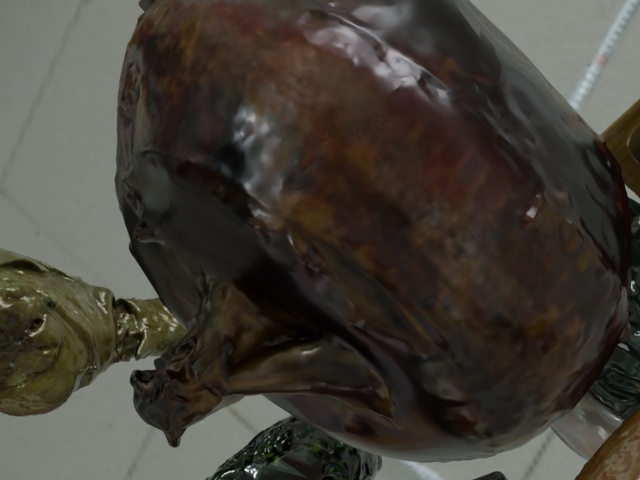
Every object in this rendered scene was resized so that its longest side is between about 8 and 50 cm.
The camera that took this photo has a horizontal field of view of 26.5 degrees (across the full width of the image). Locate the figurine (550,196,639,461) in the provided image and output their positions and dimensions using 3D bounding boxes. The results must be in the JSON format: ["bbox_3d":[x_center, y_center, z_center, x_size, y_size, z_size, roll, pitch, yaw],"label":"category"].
[{"bbox_3d":[0.292,0.135,0.987,0.186,0.261,0.382,-42,91,19],"label":"figurine"}]

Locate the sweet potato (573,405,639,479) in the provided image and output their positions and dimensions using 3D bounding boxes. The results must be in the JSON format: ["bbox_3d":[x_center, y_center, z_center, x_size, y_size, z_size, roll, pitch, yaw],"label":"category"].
[{"bbox_3d":[0.105,0.077,0.399,0.059,0.281,0.067,21,134,60],"label":"sweet potato"}]

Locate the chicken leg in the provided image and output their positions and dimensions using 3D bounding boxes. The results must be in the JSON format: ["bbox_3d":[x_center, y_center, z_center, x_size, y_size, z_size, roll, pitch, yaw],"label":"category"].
[{"bbox_3d":[-0.259,0.091,1.506,0.152,0.429,0.201,-48,56,34],"label":"chicken leg"}]

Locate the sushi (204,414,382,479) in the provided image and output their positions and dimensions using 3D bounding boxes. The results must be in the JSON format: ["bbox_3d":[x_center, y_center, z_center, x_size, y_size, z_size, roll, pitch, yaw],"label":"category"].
[{"bbox_3d":[-0.042,0.272,1.528,0.225,0.127,0.124,-35,83,21],"label":"sushi"}]

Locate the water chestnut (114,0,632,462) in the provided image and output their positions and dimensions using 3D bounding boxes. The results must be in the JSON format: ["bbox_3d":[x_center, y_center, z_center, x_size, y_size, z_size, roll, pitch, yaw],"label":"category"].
[{"bbox_3d":[0.000,0.000,0.807,0.350,0.350,0.302,22,64,40],"label":"water chestnut"}]

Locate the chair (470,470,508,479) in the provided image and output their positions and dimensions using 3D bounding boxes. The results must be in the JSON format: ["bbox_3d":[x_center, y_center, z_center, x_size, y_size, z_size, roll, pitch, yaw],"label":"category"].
[{"bbox_3d":[0.163,0.322,1.481,0.140,0.221,0.145,-27,39,16],"label":"chair"}]

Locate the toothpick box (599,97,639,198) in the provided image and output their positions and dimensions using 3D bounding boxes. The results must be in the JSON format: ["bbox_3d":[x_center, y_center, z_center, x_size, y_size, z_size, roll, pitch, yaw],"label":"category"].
[{"bbox_3d":[0.340,-0.063,1.019,0.190,0.308,0.187,-43,89,11],"label":"toothpick box"}]
